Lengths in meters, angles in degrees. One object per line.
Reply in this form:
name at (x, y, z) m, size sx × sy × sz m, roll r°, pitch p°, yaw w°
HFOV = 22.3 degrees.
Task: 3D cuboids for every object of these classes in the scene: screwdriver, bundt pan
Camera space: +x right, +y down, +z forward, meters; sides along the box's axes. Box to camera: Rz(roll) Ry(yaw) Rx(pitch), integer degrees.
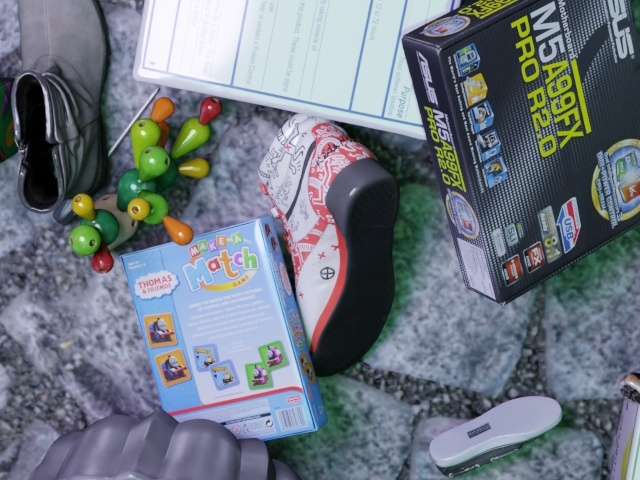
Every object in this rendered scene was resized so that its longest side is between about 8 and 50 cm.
screwdriver at (-0.215, -0.087, 1.623) m, size 0.025 × 0.024 × 0.170 m, roll 28°, pitch 101°, yaw -32°
bundt pan at (-0.145, 0.285, 1.590) m, size 0.330 × 0.124 × 0.331 m, roll 6°, pitch 135°, yaw 6°

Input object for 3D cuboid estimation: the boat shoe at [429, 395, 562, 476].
boat shoe at (0.180, 0.200, 1.655) m, size 0.142 × 0.049 × 0.040 m, roll -21°, pitch 133°, yaw 4°

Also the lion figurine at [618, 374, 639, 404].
lion figurine at (0.448, 0.123, 1.534) m, size 0.392 × 0.142 × 0.240 m, roll 47°, pitch 64°, yaw 1°

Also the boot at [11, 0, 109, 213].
boot at (-0.252, -0.151, 1.532) m, size 0.083 × 0.161 × 0.247 m, roll -7°, pitch 92°, yaw 5°

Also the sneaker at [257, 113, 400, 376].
sneaker at (0.001, -0.001, 1.601) m, size 0.090 × 0.145 × 0.270 m, roll -20°, pitch 138°, yaw -27°

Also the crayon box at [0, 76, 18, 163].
crayon box at (-0.444, -0.111, 1.554) m, size 0.278 × 0.165 × 0.081 m, roll 1°, pitch 101°, yaw 2°

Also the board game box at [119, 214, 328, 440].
board game box at (-0.095, 0.096, 1.593) m, size 0.160 × 0.039 × 0.211 m, roll -14°, pitch 93°, yaw 23°

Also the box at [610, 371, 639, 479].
box at (0.442, 0.240, 1.626) m, size 0.290 × 0.087 × 0.169 m, roll 9°, pitch 101°, yaw 1°

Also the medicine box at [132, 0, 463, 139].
medicine box at (-0.007, -0.257, 1.515) m, size 0.289 × 0.149 × 0.263 m, roll 12°, pitch 102°, yaw 0°

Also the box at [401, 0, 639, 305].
box at (0.205, -0.106, 1.498) m, size 0.216 × 0.060 × 0.270 m, roll -28°, pitch 119°, yaw -22°

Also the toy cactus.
toy cactus at (-0.176, -0.037, 1.574) m, size 0.112 × 0.219 × 0.180 m, roll 34°, pitch 141°, yaw -9°
